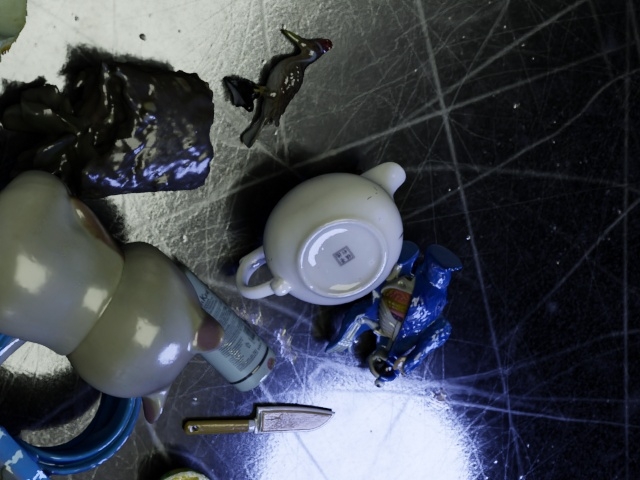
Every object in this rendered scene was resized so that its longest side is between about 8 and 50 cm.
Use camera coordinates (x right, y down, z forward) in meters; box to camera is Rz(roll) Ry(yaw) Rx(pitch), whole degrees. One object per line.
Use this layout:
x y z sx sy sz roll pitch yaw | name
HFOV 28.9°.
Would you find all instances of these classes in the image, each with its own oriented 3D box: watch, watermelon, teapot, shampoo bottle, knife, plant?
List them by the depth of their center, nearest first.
-0.293 -0.156 1.727 0.276 0.199 0.188 -4 99 -24 | plant
-0.424 0.200 1.765 0.274 0.241 0.305 -46 109 -23 | watch
0.000 0.000 1.862 0.300 0.166 0.208 -24 135 13 | teapot
-0.181 0.120 1.892 0.085 0.085 0.262 -46 114 -5 | shampoo bottle
-0.220 0.400 1.959 0.105 0.062 0.105 -5 111 -14 | watermelon
-0.094 0.291 2.003 0.256 0.022 0.046 1 99 -21 | knife

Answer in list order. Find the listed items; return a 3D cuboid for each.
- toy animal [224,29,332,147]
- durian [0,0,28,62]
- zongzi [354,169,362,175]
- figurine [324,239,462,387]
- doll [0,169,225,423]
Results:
-0.060 -0.238 1.869 0.202 0.070 0.105 -45 125 -11 | toy animal
-0.451 -0.361 1.636 0.144 0.139 0.252 -8 106 -24 | durian
0.052 -0.079 1.954 0.067 0.073 0.083 25 130 -8 | zongzi
0.130 0.116 2.000 0.164 0.120 0.262 28 114 -5 | figurine
-0.324 0.061 1.632 0.370 0.226 0.215 31 112 -25 | doll
